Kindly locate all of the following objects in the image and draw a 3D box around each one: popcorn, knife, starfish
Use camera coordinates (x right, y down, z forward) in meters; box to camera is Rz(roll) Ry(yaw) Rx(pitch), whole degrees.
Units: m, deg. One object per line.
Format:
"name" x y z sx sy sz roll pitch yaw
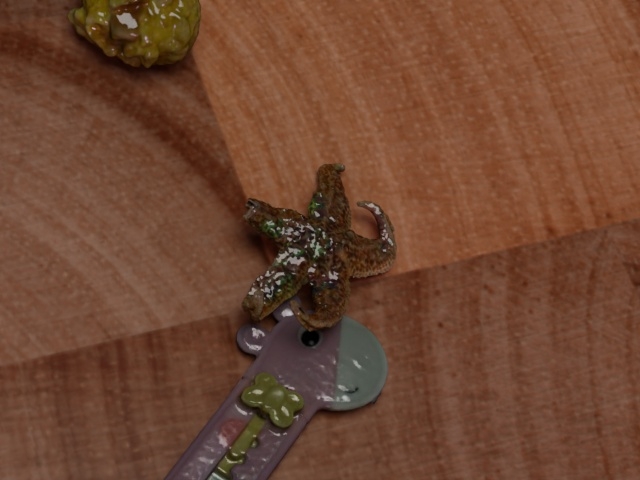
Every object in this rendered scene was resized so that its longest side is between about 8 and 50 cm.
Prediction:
"popcorn" -0.166 -0.217 1.547 0.116 0.106 0.121 -24 70 -35
"knife" -0.084 0.196 1.382 0.132 0.038 0.398 33 59 9
"starfish" -0.005 0.005 1.498 0.150 0.053 0.210 28 45 -19
